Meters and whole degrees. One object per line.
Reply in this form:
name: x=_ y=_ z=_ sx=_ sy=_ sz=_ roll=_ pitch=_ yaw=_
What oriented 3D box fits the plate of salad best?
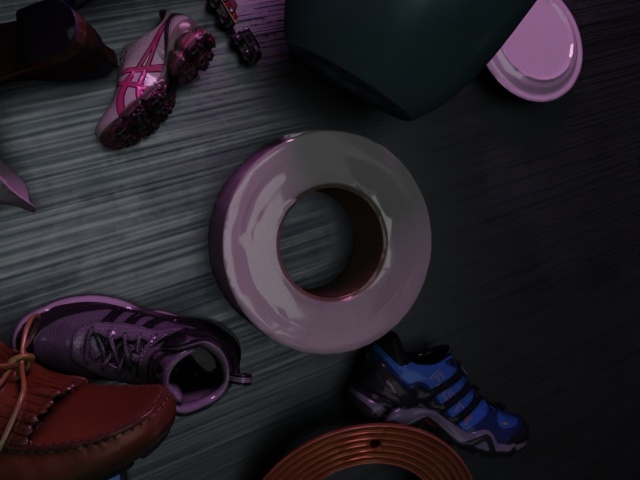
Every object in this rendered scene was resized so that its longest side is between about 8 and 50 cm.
plate of salad: x=0.321 y=-0.308 z=0.886 sx=0.200 sy=0.048 sz=0.199 roll=3 pitch=81 yaw=-19

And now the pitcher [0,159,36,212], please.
pitcher: x=-0.423 y=-0.066 z=0.565 sx=0.207 sy=0.125 sz=0.177 roll=-26 pitch=126 yaw=-22

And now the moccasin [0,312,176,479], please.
moccasin: x=-0.331 y=0.157 z=0.562 sx=0.380 sy=0.139 sz=0.146 roll=2 pitch=103 yaw=12

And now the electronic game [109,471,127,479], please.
electronic game: x=-0.345 y=0.304 z=0.664 sx=0.229 sy=0.048 sz=0.229 roll=-1 pitch=93 yaw=-20

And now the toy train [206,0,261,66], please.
toy train: x=-0.124 y=-0.298 z=0.728 sx=0.036 sy=0.027 sz=0.158 roll=-38 pitch=105 yaw=-19

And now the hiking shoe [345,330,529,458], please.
hiking shoe: x=0.191 y=0.224 z=0.828 sx=0.304 sy=0.113 sz=0.132 roll=21 pitch=86 yaw=-20

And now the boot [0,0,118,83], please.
boot: x=-0.337 y=-0.194 z=0.630 sx=0.219 sy=0.106 sz=0.082 roll=-6 pitch=86 yaw=11

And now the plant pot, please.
plant pot: x=0.093 y=-0.289 z=0.685 sx=0.293 sy=0.293 sz=0.235 roll=28 pitch=99 yaw=-20

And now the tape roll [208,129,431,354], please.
tape roll: x=0.000 y=0.000 z=0.752 sx=0.286 sy=0.100 sz=0.286 roll=-1 pitch=93 yaw=-20

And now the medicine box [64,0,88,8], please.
medicine box: x=-0.245 y=-0.456 z=0.609 sx=0.263 sy=0.149 sz=0.289 roll=-38 pitch=104 yaw=-15

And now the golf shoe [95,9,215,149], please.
golf shoe: x=-0.211 y=-0.193 z=0.688 sx=0.086 sy=0.067 sz=0.186 roll=36 pitch=82 yaw=11

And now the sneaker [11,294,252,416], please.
sneaker: x=-0.209 y=0.128 z=0.650 sx=0.269 sy=0.153 sz=0.101 roll=11 pitch=89 yaw=-21

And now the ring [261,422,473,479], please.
ring: x=0.054 y=0.392 z=0.789 sx=0.337 sy=0.032 sz=0.336 roll=-3 pitch=108 yaw=-10
